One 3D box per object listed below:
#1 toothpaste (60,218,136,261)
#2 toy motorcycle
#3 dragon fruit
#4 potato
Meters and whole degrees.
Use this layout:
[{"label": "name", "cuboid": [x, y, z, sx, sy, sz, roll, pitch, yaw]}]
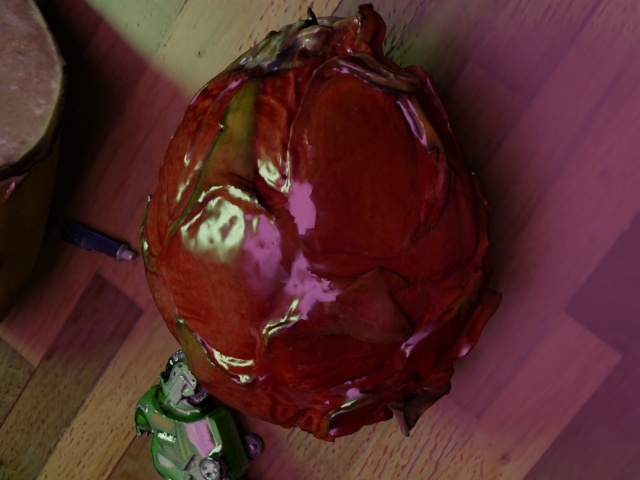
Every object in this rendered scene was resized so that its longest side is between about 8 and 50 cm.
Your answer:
[{"label": "toothpaste", "cuboid": [-0.214, 0.003, 1.147, 0.083, 0.019, 0.027, 20, 128, 18]}, {"label": "toy motorcycle", "cuboid": [-0.119, 0.197, 1.114, 0.106, 0.074, 0.190, -17, 92, 31]}, {"label": "dragon fruit", "cuboid": [0.000, 0.000, 0.933, 0.277, 0.277, 0.342, -17, 109, 21]}, {"label": "potato", "cuboid": [-0.399, -0.083, 1.099, 0.397, 0.290, 0.296, 53, 141, 26]}]
